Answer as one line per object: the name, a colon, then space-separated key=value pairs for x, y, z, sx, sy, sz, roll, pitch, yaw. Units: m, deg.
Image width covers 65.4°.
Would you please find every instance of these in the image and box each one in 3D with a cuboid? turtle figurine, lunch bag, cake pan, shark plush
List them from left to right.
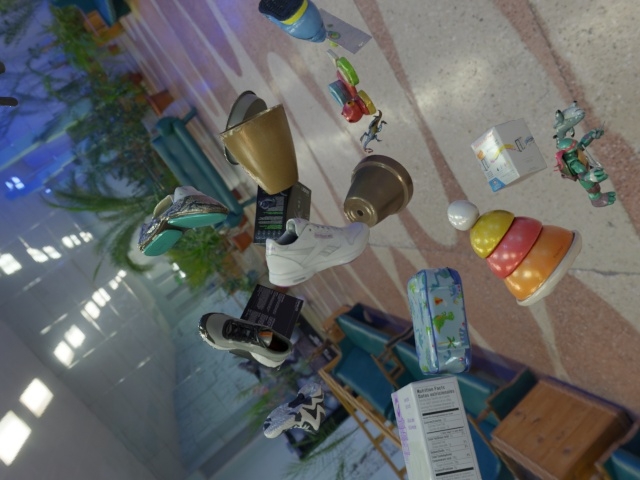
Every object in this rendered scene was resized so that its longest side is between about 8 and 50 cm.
cake pan: x=-0.280 y=-0.427 z=1.929 sx=0.054 sy=0.293 sz=0.293 roll=18 pitch=157 yaw=13
lunch bag: x=0.246 y=0.171 z=1.056 sx=0.176 sy=0.090 sz=0.219 roll=103 pitch=162 yaw=-73
shark plush: x=0.695 y=-0.317 z=1.417 sx=0.067 sy=0.073 sz=0.161 roll=54 pitch=154 yaw=29
turtle figurine: x=0.626 y=-0.187 z=1.181 sx=0.118 sy=0.175 sz=0.234 roll=-7 pitch=144 yaw=43

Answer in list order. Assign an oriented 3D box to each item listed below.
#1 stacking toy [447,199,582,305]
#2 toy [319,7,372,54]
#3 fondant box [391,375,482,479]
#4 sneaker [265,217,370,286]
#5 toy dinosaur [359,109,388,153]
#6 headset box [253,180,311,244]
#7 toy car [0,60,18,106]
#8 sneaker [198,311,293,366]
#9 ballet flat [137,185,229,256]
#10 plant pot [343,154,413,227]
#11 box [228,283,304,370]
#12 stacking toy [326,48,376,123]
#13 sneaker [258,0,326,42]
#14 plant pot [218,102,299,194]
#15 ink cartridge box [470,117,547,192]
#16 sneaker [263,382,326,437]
stacking toy: x=0.712 y=-0.010 z=1.938 sx=0.480 sy=0.351 sz=0.351 roll=37 pitch=164 yaw=10
toy: x=0.059 y=-0.772 z=1.876 sx=0.237 sy=0.137 sz=0.056 roll=35 pitch=150 yaw=7
fondant box: x=0.233 y=0.451 z=0.979 sx=0.238 sy=0.096 sz=0.330 roll=94 pitch=168 yaw=-68
sneaker: x=0.000 y=0.000 z=1.245 sx=0.114 sy=0.305 sz=0.152 roll=16 pitch=125 yaw=54
toy dinosaur: x=0.126 y=-0.248 z=1.169 sx=0.047 sy=0.090 sz=0.082 roll=29 pitch=131 yaw=0
headset box: x=-0.144 y=-0.087 z=1.948 sx=0.131 sy=0.283 sz=0.246 roll=1 pitch=171 yaw=21
toy car: x=-0.690 y=-0.310 z=0.964 sx=0.149 sy=0.188 sz=0.155 roll=-18 pitch=90 yaw=33
sneaker: x=-0.196 y=0.254 z=1.345 sx=0.271 sy=0.100 sz=0.108 roll=25 pitch=142 yaw=-20
ballet flat: x=-0.522 y=-0.094 z=1.823 sx=0.482 sy=0.164 sz=0.182 roll=-24 pitch=69 yaw=37
plant pot: x=0.205 y=-0.173 z=1.967 sx=0.263 sy=0.229 sz=0.263 roll=22 pitch=137 yaw=22
box: x=-0.181 y=0.290 z=1.708 sx=0.184 sy=0.261 sz=0.103 roll=18 pitch=126 yaw=2
stacking toy: x=0.090 y=-0.673 z=2.209 sx=0.279 sy=0.130 sz=0.309 roll=53 pitch=-178 yaw=-40
sneaker: x=-0.049 y=-0.395 z=0.877 sx=0.082 sy=0.069 sz=0.209 roll=33 pitch=-164 yaw=-39
plant pot: x=-0.179 y=-0.294 z=1.679 sx=0.254 sy=0.237 sz=0.237 roll=63 pitch=163 yaw=-19
ink cartridge box: x=0.774 y=-0.352 z=2.061 sx=0.233 sy=0.168 sz=0.171 roll=67 pitch=157 yaw=9
sneaker: x=-0.067 y=0.584 z=1.593 sx=0.094 sy=0.235 sz=0.153 roll=-2 pitch=115 yaw=43
